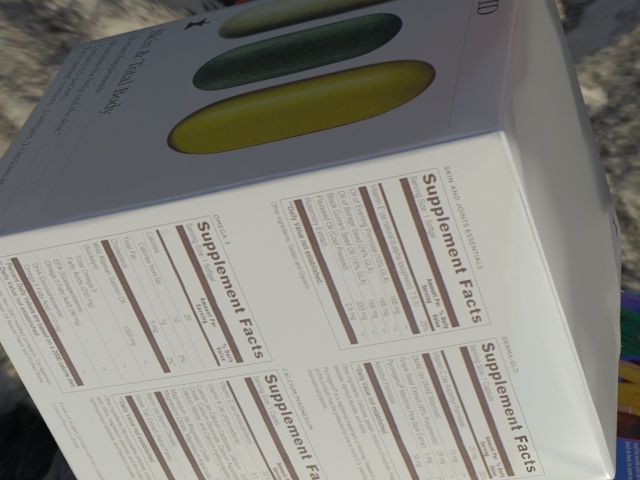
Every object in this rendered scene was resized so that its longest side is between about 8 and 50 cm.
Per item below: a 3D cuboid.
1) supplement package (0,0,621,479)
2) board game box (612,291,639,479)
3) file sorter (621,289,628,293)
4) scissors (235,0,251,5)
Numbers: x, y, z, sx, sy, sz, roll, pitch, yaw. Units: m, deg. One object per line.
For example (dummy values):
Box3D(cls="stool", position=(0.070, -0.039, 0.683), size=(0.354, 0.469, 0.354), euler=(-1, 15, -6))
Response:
Box3D(cls="supplement package", position=(0.000, 0.000, 0.771), size=(0.263, 0.199, 0.198), euler=(-11, 122, 19))
Box3D(cls="board game box", position=(0.185, 0.145, 0.953), size=(0.233, 0.347, 0.078), euler=(9, 117, 5))
Box3D(cls="file sorter", position=(0.248, 0.177, 1.554), size=(0.173, 0.193, 0.277), euler=(29, 98, -27))
Box3D(cls="scissors", position=(-0.104, -0.074, 1.278), size=(0.021, 0.109, 0.297), euler=(14, 134, -16))
